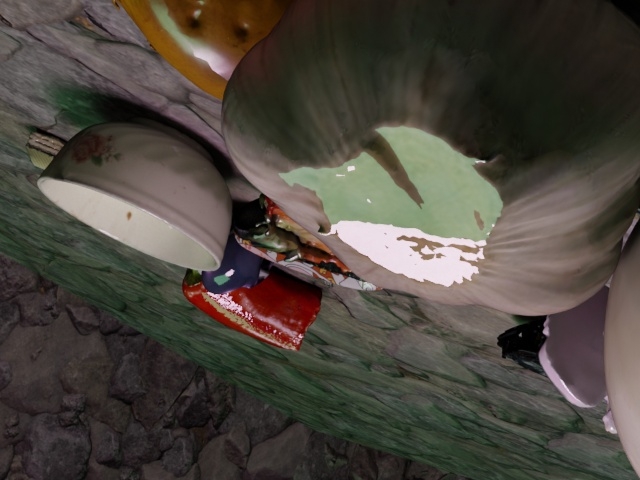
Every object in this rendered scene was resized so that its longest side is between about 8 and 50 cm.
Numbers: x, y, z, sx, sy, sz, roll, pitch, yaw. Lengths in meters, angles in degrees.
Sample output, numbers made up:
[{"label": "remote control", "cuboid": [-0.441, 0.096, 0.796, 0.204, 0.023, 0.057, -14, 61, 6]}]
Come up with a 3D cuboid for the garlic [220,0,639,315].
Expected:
[{"label": "garlic", "cuboid": [0.096, -0.096, 0.891, 0.318, 0.259, 0.317, 14, 126, 20]}]

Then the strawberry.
[{"label": "strawberry", "cuboid": [0.032, -0.046, 1.452, 0.286, 0.106, 0.188, -8, 152, 41]}]

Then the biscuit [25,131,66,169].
[{"label": "biscuit", "cuboid": [-0.381, -0.114, 1.966, 0.199, 0.040, 0.121, 23, 163, -1]}]

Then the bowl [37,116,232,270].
[{"label": "bowl", "cuboid": [-0.236, -0.077, 1.663, 0.277, 0.145, 0.277, 24, 165, 7]}]

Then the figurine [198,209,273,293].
[{"label": "figurine", "cuboid": [-0.145, 0.017, 1.862, 0.145, 0.145, 0.222, 28, 169, -13]}]

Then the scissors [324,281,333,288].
[{"label": "scissors", "cuboid": [0.005, 0.038, 1.930, 0.109, 0.022, 0.300, 25, 166, 10]}]

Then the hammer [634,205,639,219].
[{"label": "hammer", "cuboid": [0.269, -0.043, 1.243, 0.182, 0.017, 0.062, 16, 163, 31]}]

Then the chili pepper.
[{"label": "chili pepper", "cuboid": [-0.170, 0.074, 2.113, 0.338, 0.134, 0.131, 28, 178, -19]}]

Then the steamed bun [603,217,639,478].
[{"label": "steamed bun", "cuboid": [0.373, 0.085, 0.921, 0.334, 0.333, 0.374, 15, 164, 30]}]

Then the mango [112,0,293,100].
[{"label": "mango", "cuboid": [-0.086, -0.207, 1.014, 0.156, 0.151, 0.249, -26, 129, 30]}]

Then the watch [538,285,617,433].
[{"label": "watch", "cuboid": [0.383, 0.108, 1.281, 0.244, 0.196, 0.231, 29, 158, -4]}]

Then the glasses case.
[{"label": "glasses case", "cuboid": [0.000, 0.000, 1.624, 0.267, 0.103, 0.067, 20, 135, 32]}]

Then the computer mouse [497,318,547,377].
[{"label": "computer mouse", "cuboid": [0.345, 0.155, 1.698, 0.147, 0.077, 0.242, 31, 168, -23]}]
